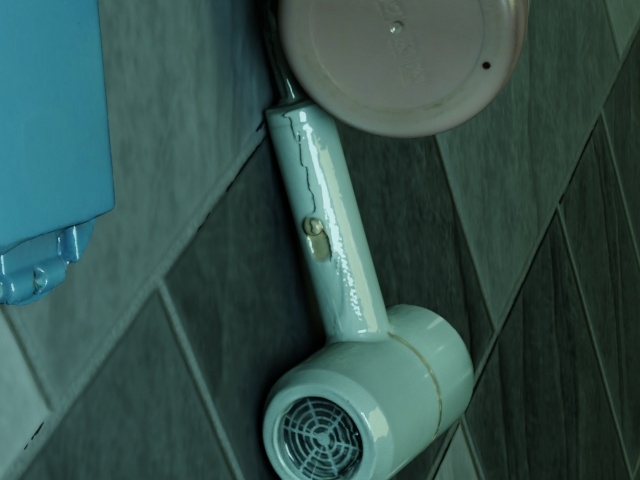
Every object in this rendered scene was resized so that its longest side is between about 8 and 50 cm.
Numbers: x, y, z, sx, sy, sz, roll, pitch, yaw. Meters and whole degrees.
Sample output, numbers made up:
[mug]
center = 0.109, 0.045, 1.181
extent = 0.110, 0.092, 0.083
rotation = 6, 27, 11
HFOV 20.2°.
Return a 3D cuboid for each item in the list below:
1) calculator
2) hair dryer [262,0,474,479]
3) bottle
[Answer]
[calculator]
center = -0.174, -0.110, 0.974
extent = 0.173, 0.051, 0.293
rotation = -24, 112, -66
[hair dryer]
center = 0.000, 0.000, 1.306
extent = 0.173, 0.107, 0.357
rotation = -29, 104, -61
[bottle]
center = 0.087, -0.213, 1.332
extent = 0.173, 0.206, 0.297
rotation = 37, 25, -5
